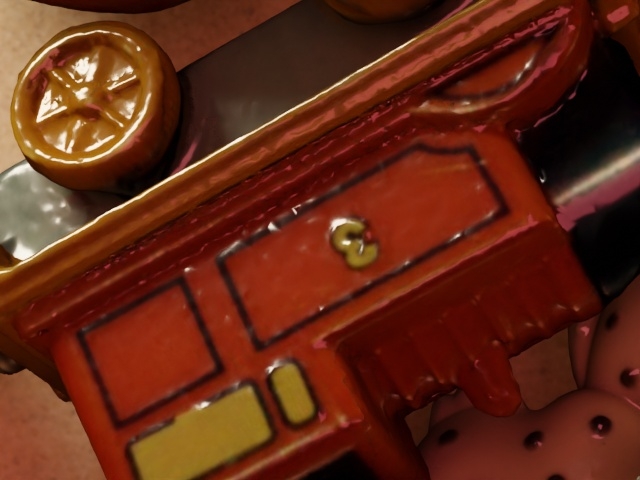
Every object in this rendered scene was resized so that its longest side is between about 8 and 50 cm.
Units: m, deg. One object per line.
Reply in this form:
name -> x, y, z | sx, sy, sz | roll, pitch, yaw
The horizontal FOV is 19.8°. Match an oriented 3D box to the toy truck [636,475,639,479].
toy truck -> 0.206, 0.221, 0.730 | 0.136, 0.162, 0.305 | -8, 116, -27

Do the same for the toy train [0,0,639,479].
toy train -> 0.000, 0.000, 0.790 | 0.369, 0.163, 0.231 | -29, 64, 6

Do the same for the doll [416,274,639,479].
doll -> 0.149, 0.078, 0.829 | 0.154, 0.119, 0.278 | 41, 86, 26

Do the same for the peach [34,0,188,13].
peach -> -0.112, -0.239, 0.833 | 0.275, 0.248, 0.245 | 42, 97, 19
